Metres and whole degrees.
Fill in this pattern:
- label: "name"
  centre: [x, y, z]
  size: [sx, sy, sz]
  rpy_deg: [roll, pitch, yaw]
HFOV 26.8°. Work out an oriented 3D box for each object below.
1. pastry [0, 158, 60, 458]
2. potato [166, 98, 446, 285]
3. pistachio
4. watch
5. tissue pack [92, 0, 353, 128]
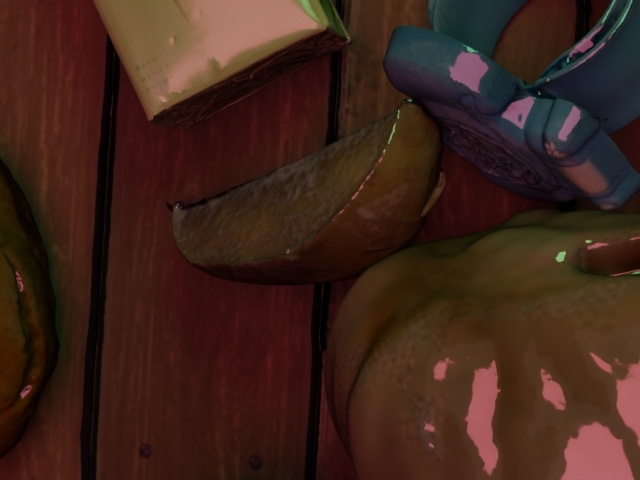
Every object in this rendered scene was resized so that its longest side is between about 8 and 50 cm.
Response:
- label: "pastry"
  centre: [-0.376, 0.047, 1.081]
  size: [0.356, 0.164, 0.355]
  rpy_deg: [1, 95, 8]
- label: "potato"
  centre: [-0.002, 0.002, 0.994]
  size: [0.261, 0.120, 0.100]
  rpy_deg: [-22, 44, 41]
- label: "pistachio"
  centre: [0.208, 0.152, 0.924]
  size: [0.446, 0.281, 0.365]
  rpy_deg: [30, 131, 4]
- label: "watch"
  centre: [0.168, -0.140, 0.958]
  size: [0.211, 0.211, 0.193]
  rpy_deg: [27, 83, 8]
- label: "tissue pack"
  centre: [-0.100, -0.225, 1.031]
  size: [0.159, 0.125, 0.234]
  rpy_deg: [-25, 88, 11]
